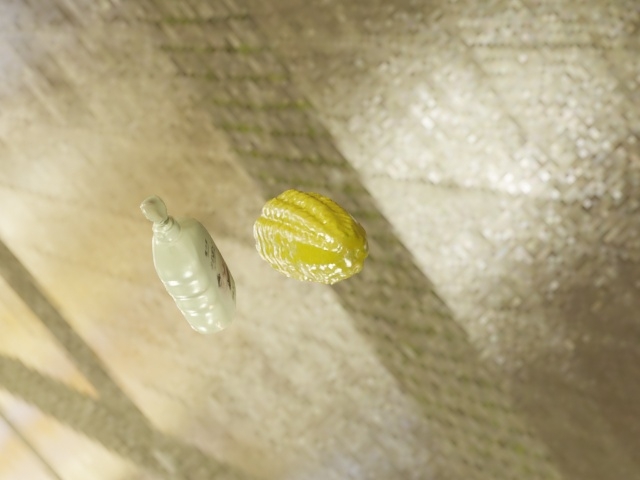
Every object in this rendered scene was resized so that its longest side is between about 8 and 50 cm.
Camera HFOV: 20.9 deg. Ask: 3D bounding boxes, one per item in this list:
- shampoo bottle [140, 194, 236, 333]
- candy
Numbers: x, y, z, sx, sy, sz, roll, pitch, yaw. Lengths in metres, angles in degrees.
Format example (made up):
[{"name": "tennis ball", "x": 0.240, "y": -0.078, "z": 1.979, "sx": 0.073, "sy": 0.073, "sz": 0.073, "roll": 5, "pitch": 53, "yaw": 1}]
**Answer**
[{"name": "shampoo bottle", "x": -0.118, "y": 0.011, "z": 1.488, "sx": 0.152, "sy": 0.045, "sz": 0.077, "roll": 60, "pitch": -158, "yaw": -47}, {"name": "candy", "x": 0.000, "y": 0.000, "z": 1.890, "sx": 0.106, "sy": 0.094, "sz": 0.199, "roll": 44, "pitch": 170, "yaw": -19}]
